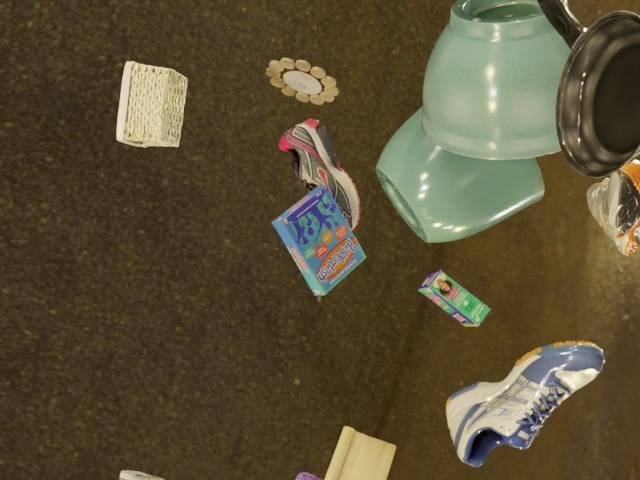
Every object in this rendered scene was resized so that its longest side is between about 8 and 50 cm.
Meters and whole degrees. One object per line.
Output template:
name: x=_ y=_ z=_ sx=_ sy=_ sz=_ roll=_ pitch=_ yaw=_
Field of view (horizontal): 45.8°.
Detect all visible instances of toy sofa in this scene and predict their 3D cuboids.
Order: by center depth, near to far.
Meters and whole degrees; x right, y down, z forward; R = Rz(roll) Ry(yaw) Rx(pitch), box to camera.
toy sofa: x=0.049 y=0.554 z=1.654 sx=0.362 sy=0.177 sz=0.150 roll=91 pitch=21 yaw=-50

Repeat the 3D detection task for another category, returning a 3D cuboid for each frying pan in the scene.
frying pan: x=0.336 y=-0.204 z=0.965 sx=0.053 sy=0.326 sz=0.197 roll=4 pitch=119 yaw=-16

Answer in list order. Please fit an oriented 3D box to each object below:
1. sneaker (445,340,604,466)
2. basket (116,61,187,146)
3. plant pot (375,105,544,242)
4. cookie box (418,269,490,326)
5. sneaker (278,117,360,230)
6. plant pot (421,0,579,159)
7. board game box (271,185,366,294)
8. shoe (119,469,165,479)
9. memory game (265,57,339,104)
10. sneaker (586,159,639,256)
sneaker: x=0.341 y=0.275 z=1.239 sx=0.112 sy=0.296 sz=0.131 roll=33 pitch=35 yaw=-28
basket: x=-0.351 y=-0.280 z=1.594 sx=0.113 sy=0.103 sz=0.167 roll=3 pitch=95 yaw=-78
plant pot: x=0.254 y=-0.133 z=1.496 sx=0.235 sy=0.293 sz=0.293 roll=-35 pitch=125 yaw=-2
cookie box: x=0.226 y=0.100 z=1.292 sx=0.107 sy=0.092 sz=0.040 roll=37 pitch=83 yaw=1
sneaker: x=-0.001 y=-0.151 z=1.905 sx=0.112 sy=0.121 sz=0.299 roll=-31 pitch=97 yaw=-21
plant pot: x=0.299 y=-0.286 z=1.206 sx=0.293 sy=0.293 sz=0.196 roll=-44 pitch=135 yaw=-39
board game box: x=0.000 y=0.000 z=1.801 sx=0.160 sy=0.047 sz=0.210 roll=-41 pitch=111 yaw=-31
shoe: x=-0.384 y=0.542 z=1.614 sx=0.063 sy=0.178 sz=0.081 roll=14 pitch=76 yaw=-33
memory game: x=-0.044 y=-0.385 z=1.833 sx=0.186 sy=0.186 sz=0.012 roll=37 pitch=65 yaw=-44
sneaker: x=0.500 y=-0.070 z=1.293 sx=0.099 sy=0.121 sz=0.262 roll=-39 pitch=147 yaw=-2
